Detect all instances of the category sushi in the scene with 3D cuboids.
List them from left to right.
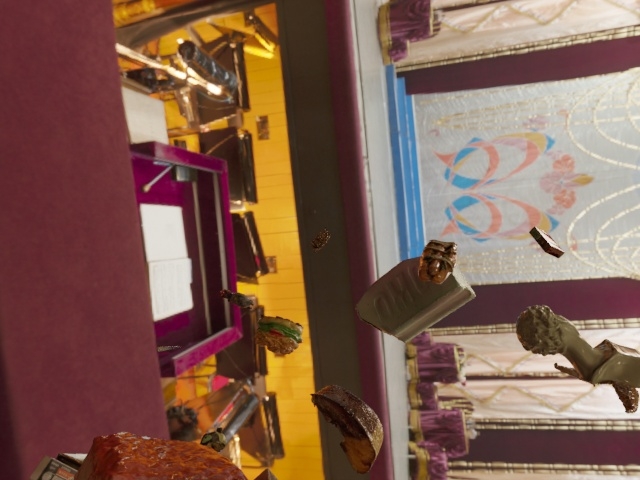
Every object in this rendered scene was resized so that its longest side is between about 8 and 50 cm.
[{"bbox_3d":[0.000,0.000,1.966,0.120,0.052,0.055,-48,179,-16],"label":"sushi"}]

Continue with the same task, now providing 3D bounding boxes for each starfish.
[{"bbox_3d":[0.710,0.335,1.135,0.295,0.231,0.047,-26,124,-52],"label":"starfish"}]

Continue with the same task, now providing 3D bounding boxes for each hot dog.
[{"bbox_3d":[0.359,0.059,1.395,0.269,0.110,0.072,-43,137,-61],"label":"hot dog"}]

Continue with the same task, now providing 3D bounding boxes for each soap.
[{"bbox_3d":[0.366,0.232,1.862,0.156,0.446,0.261,24,35,-43],"label":"soap"}]

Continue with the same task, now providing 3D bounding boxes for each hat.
[{"bbox_3d":[-0.334,0.621,1.422,0.076,0.077,0.059,30,27,-31],"label":"hat"}]

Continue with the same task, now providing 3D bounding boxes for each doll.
[{"bbox_3d":[-0.389,0.275,2.148,0.062,0.195,0.104,-37,132,-50],"label":"doll"}]

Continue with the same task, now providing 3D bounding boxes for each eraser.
[{"bbox_3d":[-0.566,0.520,0.999,0.122,0.029,0.052,59,41,-38],"label":"eraser"}]

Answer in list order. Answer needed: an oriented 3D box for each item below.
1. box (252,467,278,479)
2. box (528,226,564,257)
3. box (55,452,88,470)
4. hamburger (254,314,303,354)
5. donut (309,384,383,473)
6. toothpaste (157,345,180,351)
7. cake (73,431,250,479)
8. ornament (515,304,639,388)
[{"bbox_3d":[-0.079,1.000,1.525,0.415,0.116,0.264,52,-11,-5],"label":"box"},{"bbox_3d":[0.558,0.004,1.130,0.023,0.052,0.082,-56,-153,29],"label":"box"},{"bbox_3d":[-0.617,0.834,1.513,0.420,0.373,0.138,55,50,-59],"label":"box"},{"bbox_3d":[-0.192,0.447,2.121,0.237,0.237,0.148,62,38,-61],"label":"hamburger"},{"bbox_3d":[0.110,0.557,1.400,0.112,0.151,0.294,-37,96,-47],"label":"donut"},{"bbox_3d":[-0.538,0.383,1.626,0.083,0.024,0.015,1,86,-38],"label":"toothpaste"},{"bbox_3d":[-0.291,0.517,0.773,0.270,0.270,0.319,20,78,-30],"label":"cake"},{"bbox_3d":[0.602,0.256,1.077,0.130,0.285,0.120,3,113,-61],"label":"ornament"}]
